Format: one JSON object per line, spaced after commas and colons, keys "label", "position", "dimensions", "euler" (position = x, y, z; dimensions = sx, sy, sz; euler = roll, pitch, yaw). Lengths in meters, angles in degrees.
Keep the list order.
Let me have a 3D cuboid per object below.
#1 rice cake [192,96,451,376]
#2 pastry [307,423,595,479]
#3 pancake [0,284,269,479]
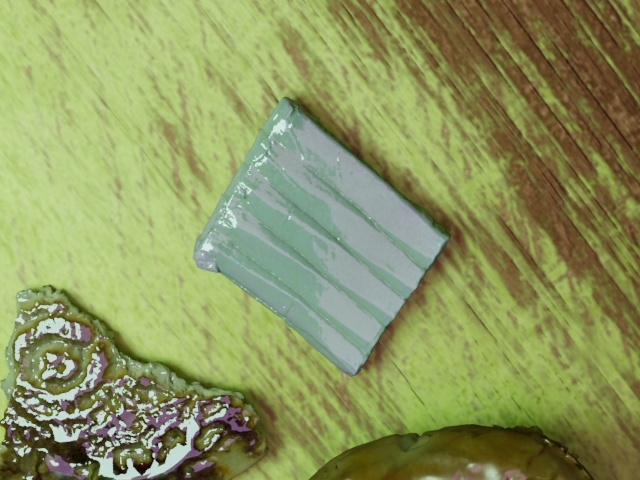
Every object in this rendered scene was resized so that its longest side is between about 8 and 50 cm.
{"label": "rice cake", "position": [0.000, 0.000, 1.220], "dimensions": [0.198, 0.037, 0.189], "euler": [32, 103, -3]}
{"label": "pastry", "position": [0.118, 0.285, 1.213], "dimensions": [0.311, 0.162, 0.255], "euler": [-10, 100, 8]}
{"label": "pancake", "position": [-0.204, 0.147, 1.272], "dimensions": [0.266, 0.057, 0.244], "euler": [-22, 91, 4]}
